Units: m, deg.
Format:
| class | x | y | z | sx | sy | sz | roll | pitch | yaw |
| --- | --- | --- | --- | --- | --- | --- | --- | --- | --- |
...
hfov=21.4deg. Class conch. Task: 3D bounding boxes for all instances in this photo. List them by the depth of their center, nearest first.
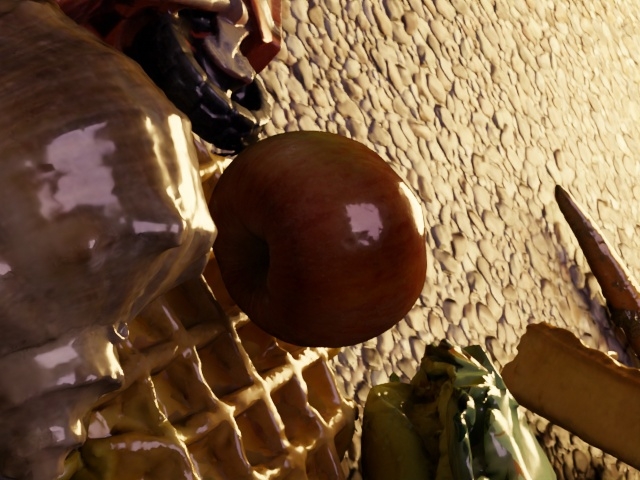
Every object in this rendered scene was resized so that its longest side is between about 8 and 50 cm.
| class | x | y | z | sx | sy | sz | roll | pitch | yaw |
| --- | --- | --- | --- | --- | --- | --- | --- | --- | --- |
| conch | -0.221 | -0.027 | 0.727 | 0.297 | 0.210 | 0.352 | -14 | 48 | -36 |

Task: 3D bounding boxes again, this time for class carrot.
| class | x | y | z | sx | sy | sz | roll | pitch | yaw |
| --- | --- | --- | --- | --- | --- | --- | --- | --- | --- |
| carrot | 0.271 | 0.057 | 1.472 | 0.254 | 0.049 | 0.049 | 56 | 35 | -9 |

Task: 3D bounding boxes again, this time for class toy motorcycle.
| class | x | y | z | sx | sy | sz | roll | pitch | yaw |
| --- | --- | --- | --- | --- | --- | --- | --- | --- | --- |
| toy motorcycle | -0.093 | -0.161 | 1.027 | 0.171 | 0.089 | 0.298 | 42 | 23 | -23 |

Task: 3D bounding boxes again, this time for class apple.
| class | x | y | z | sx | sy | sz | roll | pitch | yaw |
| --- | --- | --- | --- | --- | --- | --- | --- | --- | --- |
| apple | 0.000 | -0.002 | 0.940 | 0.102 | 0.126 | 0.126 | -23 | 88 | -32 |

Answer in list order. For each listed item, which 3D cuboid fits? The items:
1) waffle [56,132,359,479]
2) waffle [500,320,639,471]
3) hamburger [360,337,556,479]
| class | x | y | z | sx | sy | sz | roll | pitch | yaw |
| --- | --- | --- | --- | --- | --- | --- | --- | --- | --- |
| waffle | -0.085 | 0.047 | 0.960 | 0.329 | 0.062 | 0.329 | 39 | 36 | -36 |
| waffle | 0.325 | 0.190 | 1.260 | 0.348 | 0.304 | 0.077 | 34 | 88 | -36 |
| hamburger | 0.083 | 0.163 | 1.037 | 0.235 | 0.125 | 0.214 | 47 | 27 | -69 |
